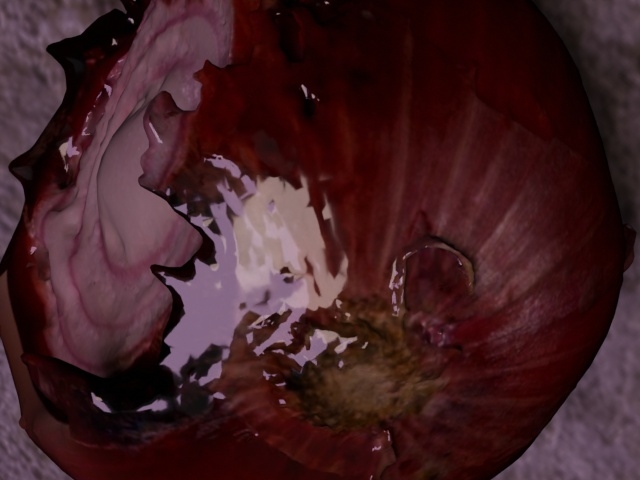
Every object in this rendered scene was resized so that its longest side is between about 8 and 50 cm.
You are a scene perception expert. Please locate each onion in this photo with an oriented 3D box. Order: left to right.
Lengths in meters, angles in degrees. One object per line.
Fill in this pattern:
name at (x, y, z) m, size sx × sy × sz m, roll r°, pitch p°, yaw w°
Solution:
onion at (0.003, -0.001, 0.851) m, size 0.341 × 0.341 × 0.341 m, roll 12°, pitch 119°, yaw 23°
